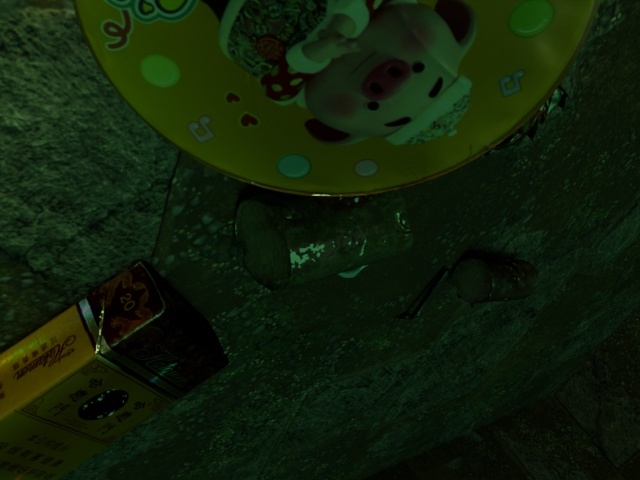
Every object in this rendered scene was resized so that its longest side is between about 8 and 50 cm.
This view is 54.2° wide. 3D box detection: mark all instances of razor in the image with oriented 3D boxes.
[{"bbox_3d":[0.272,0.144,1.598,0.066,0.033,0.190,4,129,-46],"label":"razor"}]

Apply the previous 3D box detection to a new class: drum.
[{"bbox_3d":[0.013,-0.251,0.544,0.430,0.214,0.431,1,142,1],"label":"drum"}]

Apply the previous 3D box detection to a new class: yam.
[{"bbox_3d":[0.023,-0.025,1.047,0.304,0.168,0.168,-16,142,-26],"label":"yam"},{"bbox_3d":[0.460,0.104,1.643,0.279,0.131,0.131,3,131,-48],"label":"yam"}]

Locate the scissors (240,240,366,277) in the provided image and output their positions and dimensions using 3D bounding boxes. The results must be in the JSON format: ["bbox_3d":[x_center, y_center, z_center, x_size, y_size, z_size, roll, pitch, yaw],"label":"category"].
[{"bbox_3d":[-0.001,-0.001,1.174,0.360,0.029,0.191,0,128,-40],"label":"scissors"}]

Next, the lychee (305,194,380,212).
[{"bbox_3d":[0.019,-0.133,0.876,0.238,0.200,0.200,-44,154,-30],"label":"lychee"}]

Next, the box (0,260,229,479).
[{"bbox_3d":[-0.383,0.234,1.037,0.415,0.116,0.264,-33,146,-4],"label":"box"}]

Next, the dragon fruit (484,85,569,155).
[{"bbox_3d":[0.289,-0.230,1.023,0.188,0.182,0.182,-42,152,-29],"label":"dragon fruit"}]
